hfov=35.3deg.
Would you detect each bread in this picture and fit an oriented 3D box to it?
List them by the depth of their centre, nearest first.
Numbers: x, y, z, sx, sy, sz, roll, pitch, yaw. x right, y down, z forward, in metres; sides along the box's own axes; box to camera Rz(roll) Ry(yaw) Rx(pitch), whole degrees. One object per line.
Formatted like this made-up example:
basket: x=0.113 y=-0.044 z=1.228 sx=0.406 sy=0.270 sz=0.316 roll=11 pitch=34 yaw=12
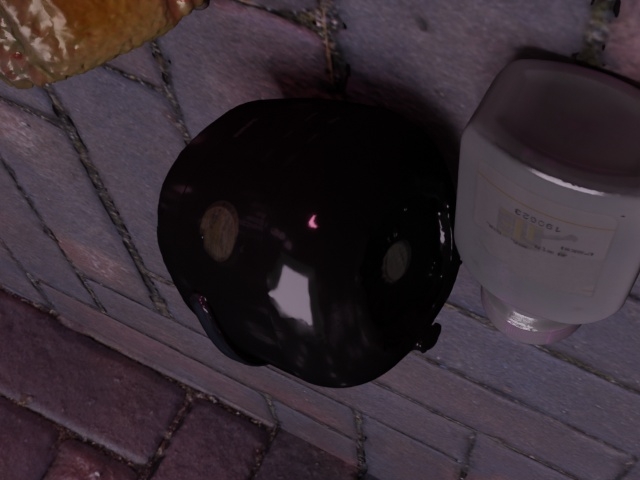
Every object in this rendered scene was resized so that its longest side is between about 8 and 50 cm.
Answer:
bread: x=-0.249 y=-0.246 z=0.849 sx=0.261 sy=0.163 sz=0.204 roll=2 pitch=136 yaw=25

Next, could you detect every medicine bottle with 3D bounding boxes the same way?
medicine bottle: x=0.195 y=-0.016 z=0.840 sx=0.161 sy=0.111 sz=0.296 roll=25 pitch=156 yaw=19

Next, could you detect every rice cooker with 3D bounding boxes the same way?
rice cooker: x=0.000 y=0.000 z=0.937 sx=0.224 sy=0.267 sz=0.267 roll=16 pitch=154 yaw=36
